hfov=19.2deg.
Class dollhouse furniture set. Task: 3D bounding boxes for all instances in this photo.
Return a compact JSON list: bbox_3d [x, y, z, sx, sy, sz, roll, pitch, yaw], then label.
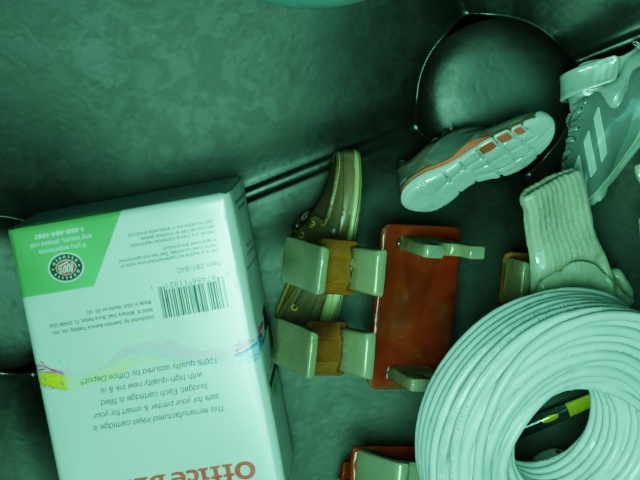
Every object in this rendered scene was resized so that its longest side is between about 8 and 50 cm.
[{"bbox_3d":[0.081,0.114,1.726,0.262,0.135,0.259,4,95,-24],"label":"dollhouse furniture set"}]

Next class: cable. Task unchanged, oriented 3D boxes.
[{"bbox_3d":[0.206,0.165,1.636,0.257,0.089,0.257,-28,120,-11],"label":"cable"}]

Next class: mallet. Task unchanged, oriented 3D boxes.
[{"bbox_3d":[0.245,0.167,1.798,0.190,0.039,0.062,-30,94,5],"label":"mallet"}]

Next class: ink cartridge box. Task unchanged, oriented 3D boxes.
[{"bbox_3d":[-0.148,0.100,1.714,0.201,0.117,0.278,-10,98,6],"label":"ink cartridge box"}]

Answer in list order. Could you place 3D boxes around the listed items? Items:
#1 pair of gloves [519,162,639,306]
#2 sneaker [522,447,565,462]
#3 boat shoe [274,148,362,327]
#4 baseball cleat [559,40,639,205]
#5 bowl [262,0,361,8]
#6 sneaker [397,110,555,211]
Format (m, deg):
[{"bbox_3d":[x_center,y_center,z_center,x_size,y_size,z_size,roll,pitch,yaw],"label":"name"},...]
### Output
[{"bbox_3d":[0.283,0.026,1.715,0.240,0.042,0.204,-14,106,-31],"label":"pair of gloves"},{"bbox_3d":[0.185,0.343,1.760,0.162,0.106,0.281,-13,65,10],"label":"sneaker"},{"bbox_3d":[0.000,0.000,1.746,0.060,0.064,0.178,11,99,-6],"label":"boat shoe"},{"bbox_3d":[0.243,-0.093,1.755,0.109,0.072,0.206,41,87,4],"label":"baseball cleat"},{"bbox_3d":[-0.004,-0.356,1.653,0.311,0.163,0.311,0,98,-3],"label":"bowl"},{"bbox_3d":[0.137,-0.088,1.740,0.158,0.065,0.061,-26,141,7],"label":"sneaker"}]
